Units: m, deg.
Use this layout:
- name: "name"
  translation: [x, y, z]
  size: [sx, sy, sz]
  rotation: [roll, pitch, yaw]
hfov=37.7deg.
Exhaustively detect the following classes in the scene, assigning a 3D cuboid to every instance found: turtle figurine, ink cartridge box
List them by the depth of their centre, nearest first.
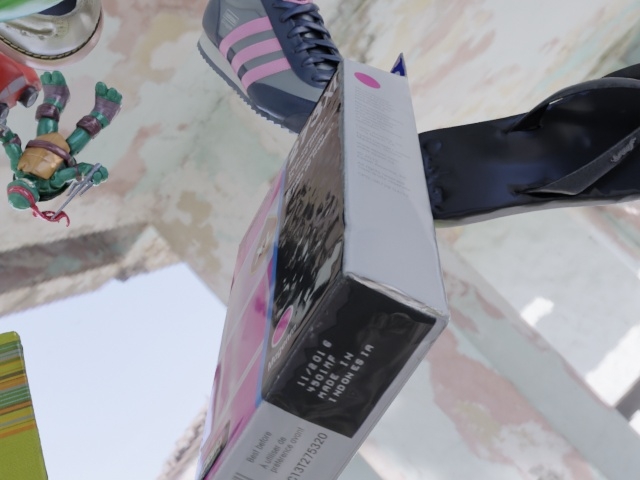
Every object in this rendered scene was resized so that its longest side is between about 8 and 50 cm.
- name: "ink cartridge box"
  translation: [0.000, 0.000, 0.608]
  size: [0.175, 0.069, 0.371]
  rotation: [-59, 12, 27]
- name: "turtle figurine"
  translation: [-0.350, -0.116, 1.200]
  size: [0.118, 0.175, 0.234]
  rotation: [-53, 15, 48]

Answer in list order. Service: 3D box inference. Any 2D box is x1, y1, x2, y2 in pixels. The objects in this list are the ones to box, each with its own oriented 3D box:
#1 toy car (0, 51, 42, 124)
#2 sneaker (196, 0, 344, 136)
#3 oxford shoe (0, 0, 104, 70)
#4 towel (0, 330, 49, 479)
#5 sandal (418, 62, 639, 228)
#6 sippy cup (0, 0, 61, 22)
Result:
- name: "toy car"
  translation: [-0.329, -0.093, 0.810]
  size: [0.239, 0.225, 0.053]
  rotation: [-10, -36, -35]
- name: "sneaker"
  translation: [-0.032, -0.207, 0.987]
  size: [0.112, 0.319, 0.131]
  rotation: [-4, -56, -39]
- name: "oxford shoe"
  translation: [-0.329, -0.308, 0.753]
  size: [0.140, 0.397, 0.146]
  rotation: [-53, 14, -10]
- name: "towel"
  translation: [-0.272, 0.199, 0.768]
  size: [0.102, 0.237, 0.021]
  rotation: [-17, -18, -1]
- name: "sandal"
  translation: [0.175, -0.067, 0.669]
  size: [0.254, 0.097, 0.054]
  rotation: [-18, -21, 4]
- name: "sippy cup"
  translation: [-0.203, -0.207, 0.351]
  size: [0.305, 0.240, 0.224]
  rotation: [-57, -11, 16]
